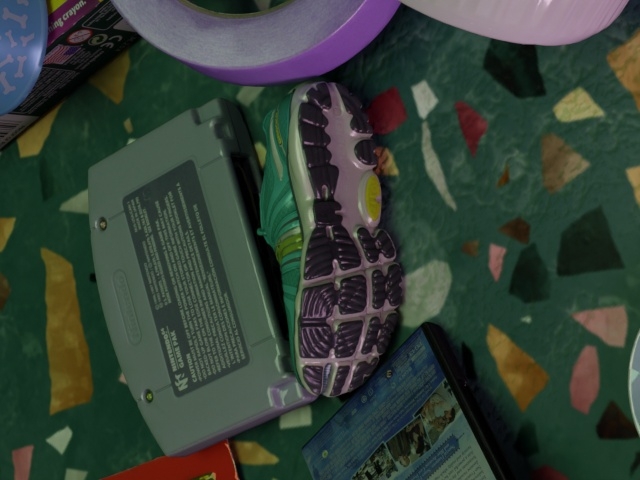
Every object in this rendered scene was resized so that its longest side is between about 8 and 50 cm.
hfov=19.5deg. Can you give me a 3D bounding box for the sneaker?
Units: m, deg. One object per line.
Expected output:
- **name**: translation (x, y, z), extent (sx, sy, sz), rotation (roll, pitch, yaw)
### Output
- **sneaker**: translation (0.000, 0.000, 1.629), extent (0.110, 0.107, 0.275), rotation (-14, 76, 56)

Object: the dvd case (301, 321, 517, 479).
- **dvd case**: translation (0.084, 0.217, 1.551), extent (0.180, 0.022, 0.253), rotation (-48, 46, 25)

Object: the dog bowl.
- **dog bowl**: translation (-0.388, -0.191, 1.783), extent (0.297, 0.074, 0.166), rotation (-7, 86, 39)

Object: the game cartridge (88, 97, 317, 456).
- **game cartridge**: translation (-0.119, 0.040, 1.724), extent (0.196, 0.060, 0.294), rotation (-25, 73, 30)

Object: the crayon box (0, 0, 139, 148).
- **crayon box**: translation (-0.316, -0.295, 1.842), extent (0.363, 0.106, 0.313), rotation (-34, 70, 33)

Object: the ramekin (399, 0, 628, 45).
- **ramekin**: translation (0.134, -0.253, 1.415), extent (0.273, 0.273, 0.127), rotation (38, 124, 30)

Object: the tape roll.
- **tape roll**: translation (-0.055, -0.273, 1.595), extent (0.275, 0.090, 0.275), rotation (-1, 85, 15)

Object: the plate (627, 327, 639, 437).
- **plate**: translation (0.322, 0.112, 1.416), extent (0.188, 0.024, 0.188), rotation (1, 92, 37)

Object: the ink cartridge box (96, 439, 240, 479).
- **ink cartridge box**: translation (-0.168, 0.408, 1.747), extent (0.308, 0.091, 0.385), rotation (-24, 78, 35)
